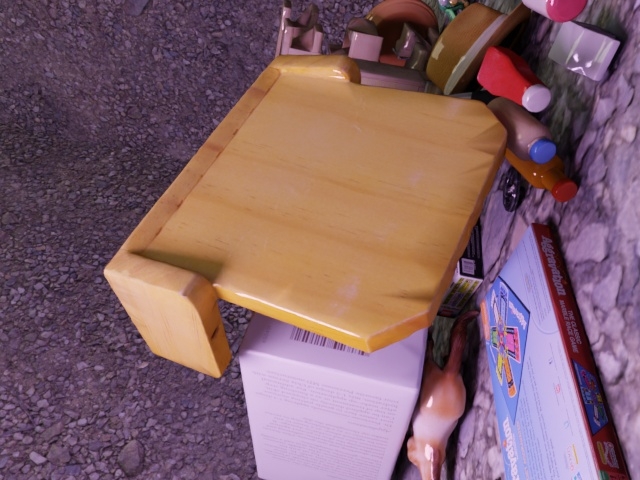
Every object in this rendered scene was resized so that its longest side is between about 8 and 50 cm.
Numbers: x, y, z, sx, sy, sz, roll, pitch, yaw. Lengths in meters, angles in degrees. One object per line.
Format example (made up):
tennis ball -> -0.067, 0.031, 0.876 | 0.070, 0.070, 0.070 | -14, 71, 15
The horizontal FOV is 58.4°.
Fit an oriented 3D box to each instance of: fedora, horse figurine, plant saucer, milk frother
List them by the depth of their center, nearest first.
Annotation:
milk frother -> 0.190, -0.113, 0.735 | 0.129, 0.135, 0.143 | 56, -142, -49
horse figurine -> 0.157, 0.224, 0.774 | 0.174, 0.066, 0.263 | -72, -8, -73
fedora -> 0.209, -0.265, 0.806 | 0.194, 0.079, 0.194 | -47, -11, -12
plant saucer -> 0.192, -0.488, 1.391 | 0.200, 0.200, 0.037 | 105, 163, -45

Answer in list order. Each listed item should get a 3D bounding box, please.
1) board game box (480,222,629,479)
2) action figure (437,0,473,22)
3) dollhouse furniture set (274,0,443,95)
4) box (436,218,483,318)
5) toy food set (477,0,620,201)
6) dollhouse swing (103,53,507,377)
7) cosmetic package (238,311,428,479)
board game box -> 0.209, 0.128, 0.557 | 0.281, 0.027, 0.145 | -83, 7, -46
action figure -> 0.269, -0.526, 1.114 | 0.063, 0.137, 0.232 | 174, 100, -73
dollhouse furniture set -> 0.080, -0.311, 1.245 | 0.394, 0.362, 0.256 | -96, 17, -52
box -> 0.207, 0.003, 0.885 | 0.114, 0.036, 0.206 | 106, 174, -53
toy food set -> 0.230, -0.158, 0.550 | 0.104, 0.111, 0.232 | -110, 31, -51
dollhouse swing -> 0.000, 0.000, 0.665 | 0.346, 0.305, 0.315 | -60, -14, -29
cosmetic package -> 0.020, 0.245, 0.893 | 0.453, 0.230, 0.161 | 93, -168, -48
